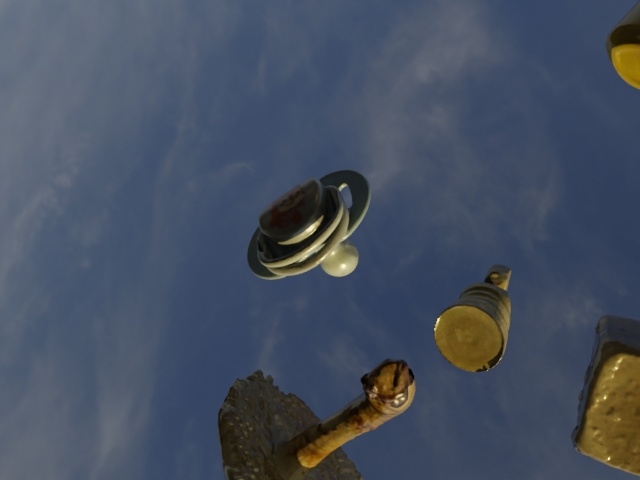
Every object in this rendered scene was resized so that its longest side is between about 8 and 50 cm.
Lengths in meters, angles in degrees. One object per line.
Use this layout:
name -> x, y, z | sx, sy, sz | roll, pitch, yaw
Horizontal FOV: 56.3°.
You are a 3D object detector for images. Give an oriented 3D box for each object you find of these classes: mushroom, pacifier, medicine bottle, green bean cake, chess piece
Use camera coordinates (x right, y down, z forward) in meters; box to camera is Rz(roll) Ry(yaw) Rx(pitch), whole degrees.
mushroom -> 0.021, 0.250, 0.689 | 0.301, 0.233, 0.208 | -13, -109, 39
pacifier -> 0.000, 0.000, 1.220 | 0.299, 0.233, 0.244 | -33, -138, 16
medicine bottle -> 0.397, -0.251, 0.631 | 0.095, 0.064, 0.260 | 39, -113, 14
green bean cake -> 0.305, 0.137, 0.480 | 0.179, 0.085, 0.109 | 11, -74, 23
chess piece -> 0.223, 0.097, 0.815 | 0.090, 0.200, 0.090 | 7, -73, 25
